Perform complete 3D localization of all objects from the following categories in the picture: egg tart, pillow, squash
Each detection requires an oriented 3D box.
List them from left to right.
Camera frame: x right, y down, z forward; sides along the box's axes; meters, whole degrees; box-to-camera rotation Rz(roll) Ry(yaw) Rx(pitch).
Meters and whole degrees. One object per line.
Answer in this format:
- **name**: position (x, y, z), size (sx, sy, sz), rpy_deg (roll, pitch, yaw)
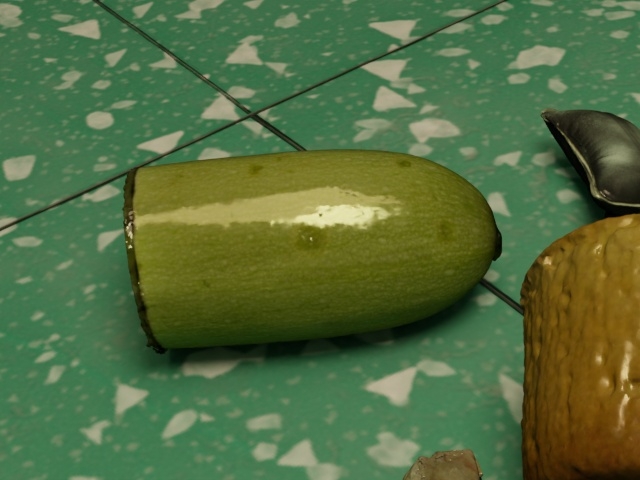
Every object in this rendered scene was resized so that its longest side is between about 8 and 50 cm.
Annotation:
- **squash**: position (0.000, 0.000, 0.896), size (0.247, 0.132, 0.132), rpy_deg (-7, 38, 2)
- **pillow**: position (0.226, -0.057, 0.993), size (0.091, 0.055, 0.135), rpy_deg (-9, 39, -5)
- **egg tart**: position (0.193, 0.099, 0.711), size (0.202, 0.202, 0.147), rpy_deg (8, 55, 19)

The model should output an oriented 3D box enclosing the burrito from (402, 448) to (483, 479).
- **burrito**: position (0.078, 0.179, 0.726), size (0.051, 0.042, 0.171), rpy_deg (-16, 36, 6)
